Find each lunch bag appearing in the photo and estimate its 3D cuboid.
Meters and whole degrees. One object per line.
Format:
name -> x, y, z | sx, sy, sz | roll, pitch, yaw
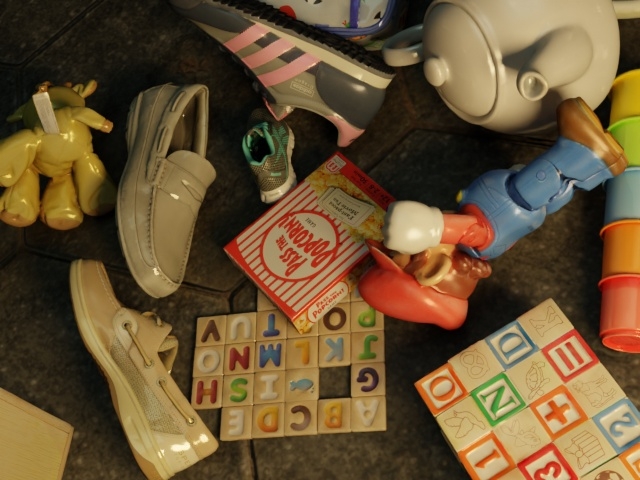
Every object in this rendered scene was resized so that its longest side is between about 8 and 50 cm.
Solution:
lunch bag -> 0.021, -0.415, 1.232 | 0.243, 0.115, 0.304 | 5, 88, 20

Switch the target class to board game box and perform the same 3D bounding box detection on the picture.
board game box -> 0.000, 0.000, 1.104 | 0.193, 0.045, 0.147 | -41, 56, -10

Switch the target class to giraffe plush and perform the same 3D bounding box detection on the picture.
giraffe plush -> -0.367, -0.140, 1.237 | 0.181, 0.210, 0.170 | 2, 33, -16

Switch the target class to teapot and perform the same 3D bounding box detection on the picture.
teapot -> 0.200, -0.224, 1.043 | 0.187, 0.256, 0.253 | -24, 71, -16

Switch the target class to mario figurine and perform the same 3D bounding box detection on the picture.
mario figurine -> 0.163, -0.042, 0.990 | 0.320, 0.198, 0.170 | -39, 36, 13

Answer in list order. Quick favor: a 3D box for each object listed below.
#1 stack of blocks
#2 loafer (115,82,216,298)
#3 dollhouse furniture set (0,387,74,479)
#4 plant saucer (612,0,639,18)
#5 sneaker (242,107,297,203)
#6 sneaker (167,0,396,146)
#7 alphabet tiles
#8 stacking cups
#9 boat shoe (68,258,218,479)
stack of blocks -> 0.245, 0.228, 0.892 | 0.171, 0.087, 0.297 | -32, 59, -1
loafer -> -0.194, -0.078, 1.173 | 0.111, 0.112, 0.320 | -15, 59, 19
dollhouse furniture set -> -0.532, 0.244, 1.022 | 0.394, 0.256, 0.362 | 0, 63, 17
plant saucer -> 0.402, -0.428, 1.180 | 0.400, 0.100, 0.401 | -7, 62, 13
sneaker -> -0.071, -0.128, 1.171 | 0.065, 0.076, 0.167 | -24, 46, 8
sneaker -> -0.070, -0.229, 1.163 | 0.319, 0.112, 0.131 | 27, 115, 9
alphabet tiles -> -0.040, 0.136, 1.073 | 0.237, 0.009, 0.198 | -7, 62, 13
stacking cups -> 0.352, -0.032, 1.005 | 0.096, 0.096, 0.316 | 6, 70, 20
boat shoe -> -0.214, 0.137, 1.074 | 0.098, 0.109, 0.302 | -26, 61, -8
